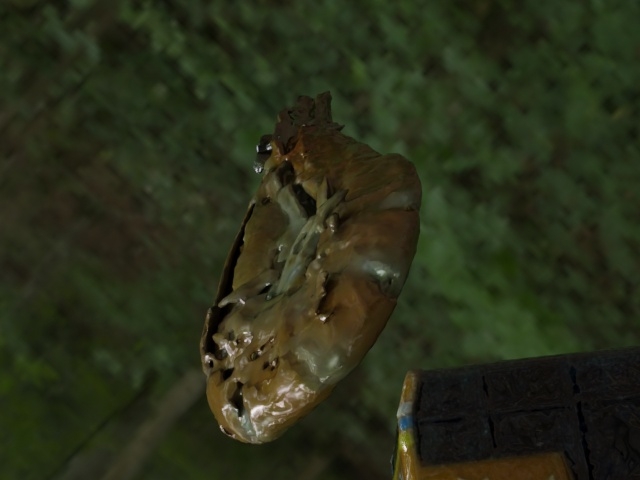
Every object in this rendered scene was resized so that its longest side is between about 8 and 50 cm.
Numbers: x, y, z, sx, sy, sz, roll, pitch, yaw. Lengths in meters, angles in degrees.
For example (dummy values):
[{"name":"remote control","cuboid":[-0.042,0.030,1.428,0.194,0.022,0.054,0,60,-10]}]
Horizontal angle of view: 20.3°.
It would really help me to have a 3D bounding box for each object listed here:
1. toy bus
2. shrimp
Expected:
[{"name":"toy bus","cuboid":[0.208,0.163,1.116,0.162,0.324,0.194,88,175,-70]},{"name":"shrimp","cuboid":[0.000,0.000,0.570,0.043,0.091,0.184,37,-160,-19]}]
